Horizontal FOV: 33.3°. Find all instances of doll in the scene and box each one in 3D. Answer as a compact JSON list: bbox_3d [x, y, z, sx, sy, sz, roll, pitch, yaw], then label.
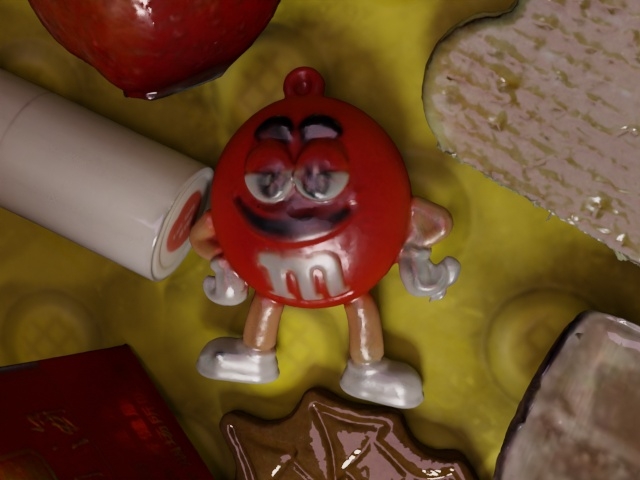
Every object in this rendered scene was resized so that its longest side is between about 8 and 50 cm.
[{"bbox_3d":[0.000,0.000,0.691,0.183,0.085,0.217,8,107,9],"label":"doll"}]

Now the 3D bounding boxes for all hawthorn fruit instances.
[{"bbox_3d":[-0.101,-0.180,0.651,0.185,0.185,0.202,18,120,12],"label":"hawthorn fruit"}]

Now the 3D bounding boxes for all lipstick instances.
[{"bbox_3d":[-0.235,-0.079,0.738,0.327,0.087,0.087,25,104,11],"label":"lipstick"}]

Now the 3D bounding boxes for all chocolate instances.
[{"bbox_3d":[0.248,0.180,0.627,0.303,0.100,0.185,24,66,12],"label":"chocolate"}]

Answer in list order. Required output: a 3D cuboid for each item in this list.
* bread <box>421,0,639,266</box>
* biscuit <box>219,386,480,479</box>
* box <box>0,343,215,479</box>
[{"bbox_3d":[0.213,-0.081,0.633,0.286,0.056,0.207,34,109,8],"label":"bread"},{"bbox_3d":[0.013,0.192,0.741,0.215,0.034,0.182,38,106,7],"label":"biscuit"},{"bbox_3d":[-0.172,0.175,0.626,0.089,0.313,0.197,-39,77,18],"label":"box"}]
